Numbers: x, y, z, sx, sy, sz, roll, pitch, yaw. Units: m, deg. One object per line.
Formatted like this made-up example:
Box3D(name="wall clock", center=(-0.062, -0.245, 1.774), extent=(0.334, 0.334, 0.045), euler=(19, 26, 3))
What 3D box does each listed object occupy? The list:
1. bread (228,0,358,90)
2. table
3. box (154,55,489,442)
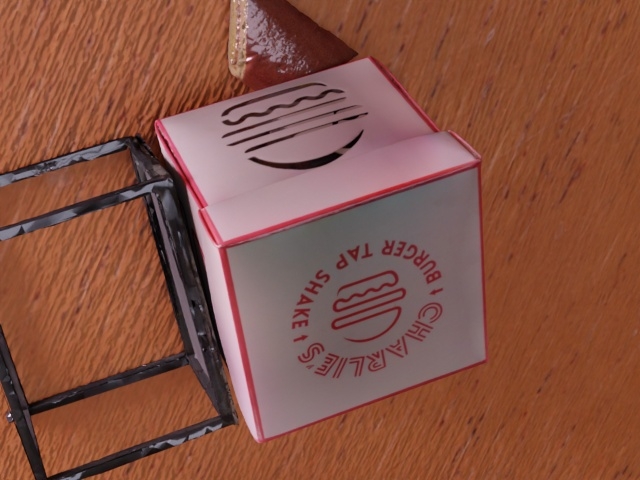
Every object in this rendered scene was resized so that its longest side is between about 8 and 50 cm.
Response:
Box3D(name="bread", center=(-0.055, -0.241, 1.557), extent=(0.192, 0.067, 0.119), euler=(31, 97, -26))
Box3D(name="table", center=(-0.289, 0.086, 1.509), extent=(0.272, 0.222, 0.335), euler=(-18, 113, -12))
Box3D(name="box", center=(0.000, 0.000, 1.504), extent=(0.314, 0.300, 0.312), euler=(-18, 129, -13))
